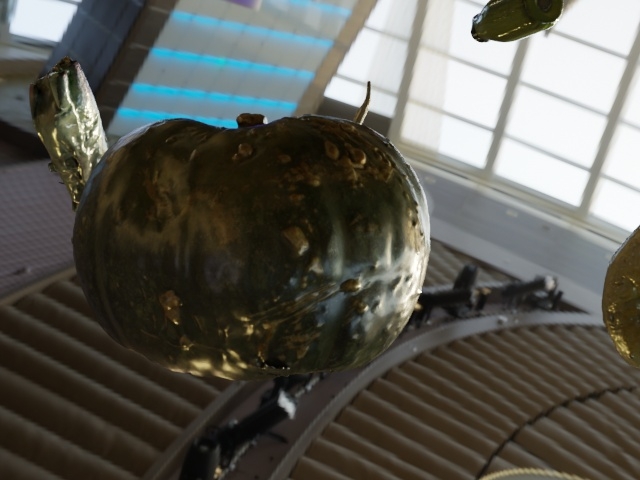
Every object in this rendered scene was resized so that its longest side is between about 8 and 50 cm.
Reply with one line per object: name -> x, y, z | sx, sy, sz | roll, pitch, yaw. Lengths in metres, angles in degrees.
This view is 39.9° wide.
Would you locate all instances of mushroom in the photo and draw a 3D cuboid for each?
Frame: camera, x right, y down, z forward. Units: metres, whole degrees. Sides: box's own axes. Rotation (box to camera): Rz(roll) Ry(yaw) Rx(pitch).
mushroom -> 0.053, -0.166, 1.650 | 0.043, 0.068, 0.306 | 38, -128, -34

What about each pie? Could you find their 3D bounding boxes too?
pie -> 0.573, 0.070, 1.327 | 0.337, 0.337, 0.075 | 14, -148, -11

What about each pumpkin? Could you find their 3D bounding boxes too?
pumpkin -> -0.062, 0.004, 0.850 | 0.327, 0.257, 0.291 | 1, -174, 34

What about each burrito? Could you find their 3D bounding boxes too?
burrito -> -0.354, -0.139, 1.287 | 0.066, 0.309, 0.096 | 33, -118, 20

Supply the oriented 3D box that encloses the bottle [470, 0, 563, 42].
bottle -> 0.418, -0.493, 1.938 | 0.112, 0.112, 0.260 | 11, 176, -20
